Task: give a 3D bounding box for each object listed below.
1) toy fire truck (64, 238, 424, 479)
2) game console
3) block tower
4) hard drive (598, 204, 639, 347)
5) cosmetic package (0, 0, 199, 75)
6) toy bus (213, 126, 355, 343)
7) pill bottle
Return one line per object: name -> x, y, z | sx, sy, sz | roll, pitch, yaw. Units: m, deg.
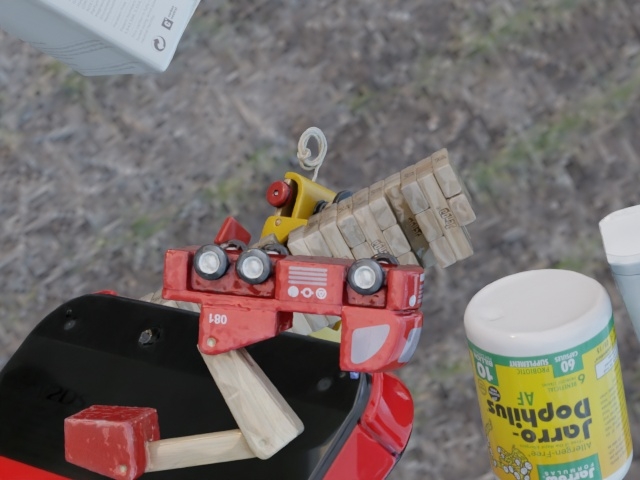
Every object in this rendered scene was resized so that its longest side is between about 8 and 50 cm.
toy fire truck -> -0.041, 0.069, 1.002 | 0.047, 0.192, 0.135 | -16, 110, -75
game console -> -0.147, 0.192, 1.288 | 0.342, 0.387, 0.060 | -56, 130, -23
block tower -> -0.010, 0.031, 1.746 | 0.091, 0.335, 0.097 | 62, 8, -10
hard drive -> 0.355, 0.017, 1.464 | 0.353, 0.233, 0.047 | 45, 32, -71
cosmetic package -> -0.342, -0.335, 2.034 | 0.385, 0.217, 0.156 | 31, 76, -32
toy bus -> 0.000, 0.013, 1.868 | 0.191, 0.104, 0.202 | -37, 123, -38
pill bottle -> 0.187, 0.139, 1.470 | 0.117, 0.118, 0.208 | -46, 131, -50
